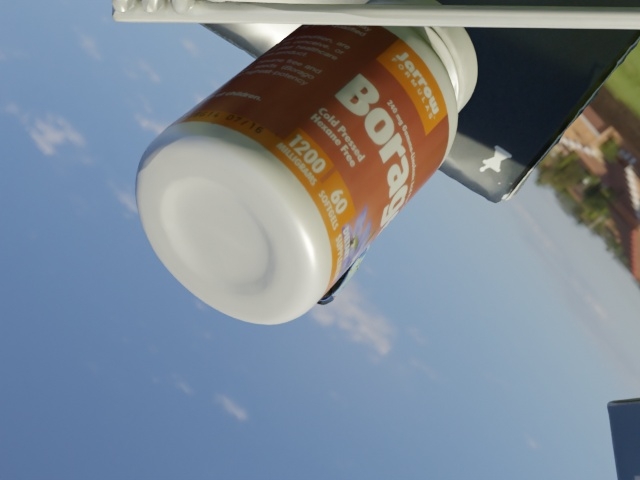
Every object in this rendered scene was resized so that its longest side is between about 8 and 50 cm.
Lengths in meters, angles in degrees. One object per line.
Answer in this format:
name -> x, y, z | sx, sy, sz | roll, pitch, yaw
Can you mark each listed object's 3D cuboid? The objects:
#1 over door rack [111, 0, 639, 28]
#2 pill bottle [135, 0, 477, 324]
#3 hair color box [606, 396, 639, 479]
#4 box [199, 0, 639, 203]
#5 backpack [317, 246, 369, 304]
over door rack -> 0.091, -0.129, 0.383 | 0.324, 0.108, 0.239 | 12, -152, 3
pill bottle -> 0.004, -0.060, 0.629 | 0.121, 0.121, 0.216 | 48, -131, -5
hair color box -> 0.362, 0.187, 0.753 | 0.374, 0.113, 0.185 | 2, -102, -41
box -> 0.006, -0.343, 1.030 | 0.480, 0.297, 0.472 | 28, -160, -28
backpack -> 0.000, 0.000, 1.189 | 0.105, 0.114, 0.084 | 37, 177, 6
